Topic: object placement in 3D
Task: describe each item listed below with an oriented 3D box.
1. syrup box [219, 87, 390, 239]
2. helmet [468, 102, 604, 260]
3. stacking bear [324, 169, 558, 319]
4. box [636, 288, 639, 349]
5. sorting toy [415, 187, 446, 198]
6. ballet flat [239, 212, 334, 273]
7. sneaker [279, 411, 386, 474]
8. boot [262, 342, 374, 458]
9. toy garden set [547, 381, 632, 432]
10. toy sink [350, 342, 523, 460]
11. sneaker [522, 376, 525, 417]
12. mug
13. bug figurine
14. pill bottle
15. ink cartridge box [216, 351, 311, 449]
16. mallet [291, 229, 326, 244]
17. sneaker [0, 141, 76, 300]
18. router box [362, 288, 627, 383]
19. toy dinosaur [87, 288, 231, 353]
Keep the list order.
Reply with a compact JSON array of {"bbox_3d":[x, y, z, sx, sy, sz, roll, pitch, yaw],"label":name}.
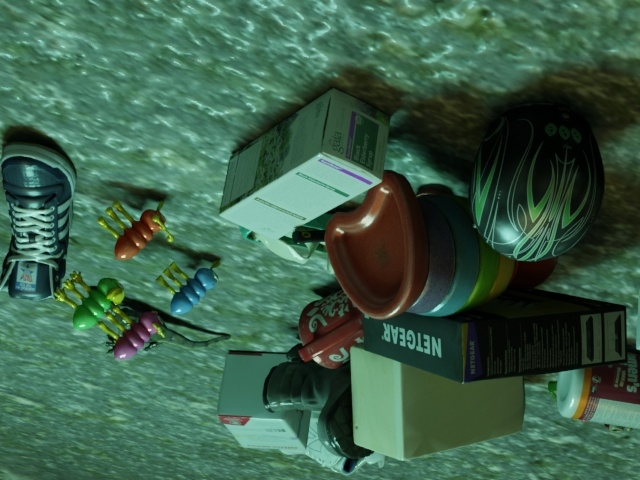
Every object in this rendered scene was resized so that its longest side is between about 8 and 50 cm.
[{"bbox_3d":[-0.022,-0.090,1.622,0.096,0.093,0.237,24,149,-29],"label":"syrup box"},{"bbox_3d":[0.251,-0.060,1.524,0.169,0.161,0.169,7,154,3],"label":"helmet"},{"bbox_3d":[0.180,0.011,1.655,0.289,0.164,0.175,-3,155,-35],"label":"stacking bear"},{"bbox_3d":[0.505,0.101,1.842,0.087,0.102,0.101,13,155,-6],"label":"box"},{"bbox_3d":[0.138,-0.032,1.750,0.061,0.042,0.102,8,154,1],"label":"sorting toy"},{"bbox_3d":[0.000,0.000,1.804,0.247,0.087,0.083,15,153,-14],"label":"ballet flat"},{"bbox_3d":[0.018,0.391,2.539,0.111,0.129,0.297,27,150,-36],"label":"sneaker"},{"bbox_3d":[0.003,0.258,2.103,0.223,0.118,0.338,-7,-167,23],"label":"boot"},{"bbox_3d":[0.544,0.306,2.301,0.244,0.049,0.204,-4,151,24],"label":"toy garden set"},{"bbox_3d":[0.172,0.221,1.951,0.234,0.153,0.131,-8,-171,-34],"label":"toy sink"},{"bbox_3d":[0.219,0.238,2.174,0.182,0.127,0.315,-5,152,21],"label":"sneaker"},{"bbox_3d":[0.054,0.132,1.995,0.113,0.150,0.169,36,140,-19],"label":"mug"},{"bbox_3d":[-0.257,0.069,1.908,0.072,0.216,0.279,37,171,33],"label":"bug figurine"},{"bbox_3d":[0.501,0.241,2.103,0.221,0.121,0.121,9,154,-2],"label":"pill bottle"},{"bbox_3d":[-0.097,0.294,2.377,0.128,0.127,0.176,1,153,14],"label":"ink cartridge box"},{"bbox_3d":[0.045,-0.001,1.722,0.190,0.062,0.039,-13,157,-42],"label":"mallet"},{"bbox_3d":[-0.400,-0.013,1.818,0.099,0.153,0.282,8,154,-1],"label":"sneaker"},{"bbox_3d":[0.226,0.120,1.771,0.243,0.081,0.309,-5,-175,-22],"label":"router box"},{"bbox_3d":[-0.298,0.158,2.245,0.268,0.064,0.118,21,145,-31],"label":"toy dinosaur"}]
